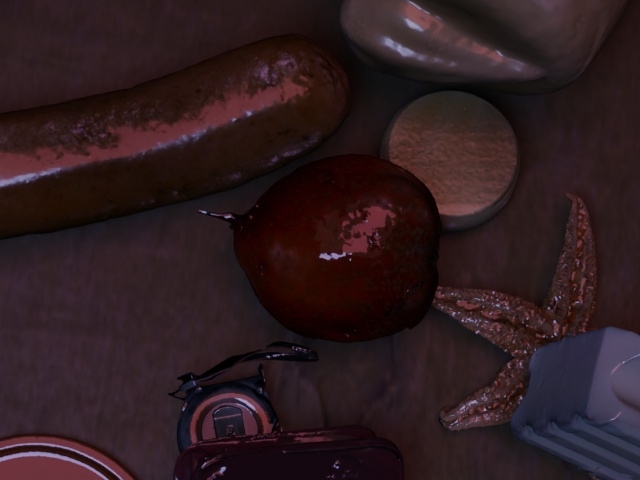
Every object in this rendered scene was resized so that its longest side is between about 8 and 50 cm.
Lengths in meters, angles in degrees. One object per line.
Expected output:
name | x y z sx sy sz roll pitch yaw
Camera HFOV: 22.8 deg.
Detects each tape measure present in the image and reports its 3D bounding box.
tape measure | -0.069 0.159 1.442 0.104 0.180 0.107 -7 74 -25

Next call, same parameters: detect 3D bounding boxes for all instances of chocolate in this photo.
chocolate | 0.174 -0.280 1.511 0.314 0.326 0.297 34 66 -36

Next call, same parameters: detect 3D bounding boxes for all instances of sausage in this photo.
sausage | -0.209 -0.082 1.509 0.501 0.136 0.123 -15 50 -8

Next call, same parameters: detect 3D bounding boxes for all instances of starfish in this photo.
starfish | 0.208 0.094 1.543 0.231 0.048 0.295 1 81 -8

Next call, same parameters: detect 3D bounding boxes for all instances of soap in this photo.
soap | 0.340 0.186 1.453 0.289 0.173 0.095 27 70 -14

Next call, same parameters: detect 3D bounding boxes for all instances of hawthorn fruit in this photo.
hawthorn fruit | 0.000 0.000 1.493 0.235 0.181 0.181 14 74 2

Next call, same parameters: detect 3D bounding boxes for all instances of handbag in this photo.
handbag | -0.027 0.277 1.426 0.203 0.074 0.216 -5 101 -16

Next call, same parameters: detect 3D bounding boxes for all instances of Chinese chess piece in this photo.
Chinese chess piece | 0.128 -0.079 1.584 0.144 0.058 0.144 1 75 -4

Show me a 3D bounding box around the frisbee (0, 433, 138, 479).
frisbee | -0.264 0.303 1.454 0.251 0.021 0.250 2 74 -6
